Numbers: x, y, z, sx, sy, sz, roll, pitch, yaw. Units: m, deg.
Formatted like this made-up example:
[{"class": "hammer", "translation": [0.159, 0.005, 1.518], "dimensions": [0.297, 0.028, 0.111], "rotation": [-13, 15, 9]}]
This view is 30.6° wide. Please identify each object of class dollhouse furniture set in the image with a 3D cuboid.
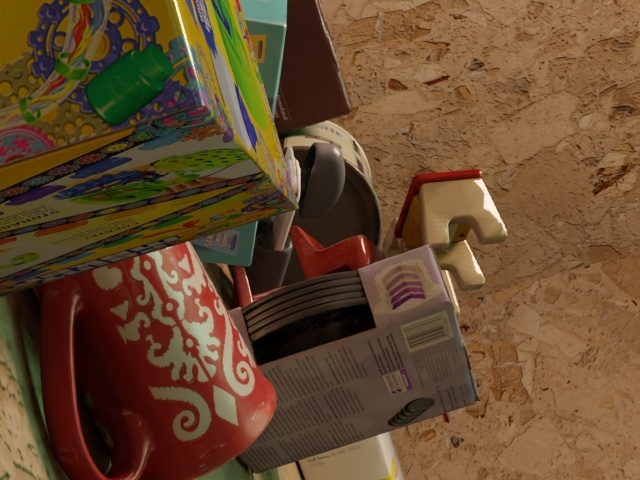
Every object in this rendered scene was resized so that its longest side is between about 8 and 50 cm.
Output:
[{"class": "dollhouse furniture set", "translation": [0.027, 0.039, 1.181], "dimensions": [0.374, 0.201, 0.152], "rotation": [104, -24, -58]}]

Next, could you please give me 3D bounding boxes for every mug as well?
[{"class": "mug", "translation": [-0.107, 0.055, 0.692], "dimensions": [0.150, 0.113, 0.169], "rotation": [-102, 171, -66]}]

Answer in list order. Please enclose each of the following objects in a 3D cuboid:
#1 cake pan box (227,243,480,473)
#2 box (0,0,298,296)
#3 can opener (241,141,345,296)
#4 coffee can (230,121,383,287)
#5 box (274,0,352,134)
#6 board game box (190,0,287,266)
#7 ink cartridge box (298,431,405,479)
[{"class": "cake pan box", "translation": [0.012, 0.119, 1.083], "dimensions": [0.267, 0.246, 0.070], "rotation": [63, 7, -60]}, {"class": "box", "translation": [-0.144, -0.140, 0.506], "dimensions": [0.279, 0.177, 0.290], "rotation": [45, 28, -84]}, {"class": "can opener", "translation": [-0.042, -0.001, 1.323], "dimensions": [0.280, 0.093, 0.074], "rotation": [115, -25, -51]}, {"class": "coffee can", "translation": [-0.024, -0.048, 1.566], "dimensions": [0.275, 0.202, 0.201], "rotation": [-91, 163, -76]}, {"class": "box", "translation": [-0.080, -0.234, 1.556], "dimensions": [0.167, 0.203, 0.168], "rotation": [-96, 169, -71]}, {"class": "board game box", "translation": [-0.087, -0.167, 1.231], "dimensions": [0.336, 0.079, 0.253], "rotation": [-92, -169, -61]}, {"class": "ink cartridge box", "translation": [0.037, 0.284, 1.625], "dimensions": [0.207, 0.119, 0.353], "rotation": [-96, 169, -68]}]
